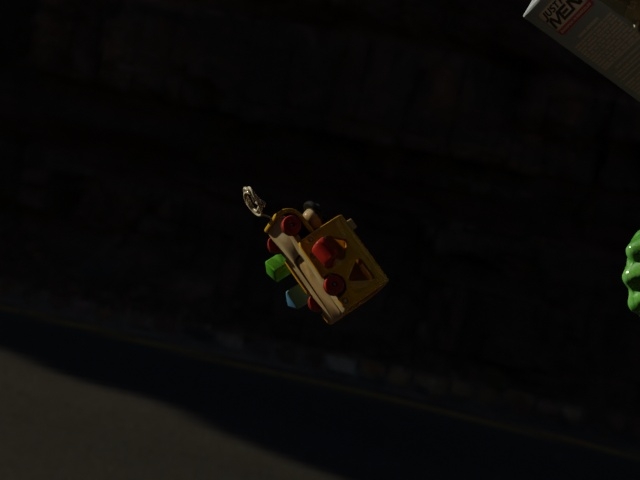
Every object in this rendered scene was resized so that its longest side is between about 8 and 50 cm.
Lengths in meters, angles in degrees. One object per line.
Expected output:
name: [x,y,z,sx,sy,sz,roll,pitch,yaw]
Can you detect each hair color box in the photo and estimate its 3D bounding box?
hair color box: [0.464,-0.263,1.820,0.374,0.185,0.113,35,-34,-6]

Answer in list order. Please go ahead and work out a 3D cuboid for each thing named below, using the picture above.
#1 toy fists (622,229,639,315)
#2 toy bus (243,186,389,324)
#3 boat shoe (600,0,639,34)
toy fists: [0.483,0.105,1.854,0.096,0.279,0.142,-17,15,44]
toy bus: [0.005,0.011,1.962,0.104,0.202,0.191,-33,39,-23]
boat shoe: [0.385,-0.267,1.573,0.302,0.094,0.109,11,8,8]
